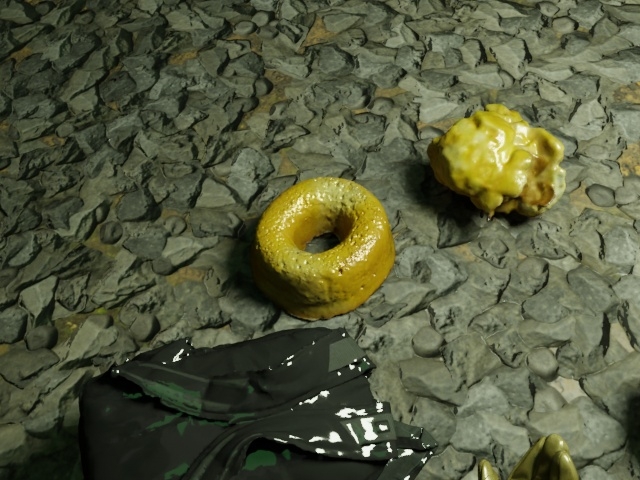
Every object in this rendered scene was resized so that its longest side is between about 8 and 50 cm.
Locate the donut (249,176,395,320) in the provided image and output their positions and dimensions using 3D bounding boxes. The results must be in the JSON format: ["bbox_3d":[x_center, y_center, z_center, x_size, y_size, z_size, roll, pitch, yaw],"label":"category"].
[{"bbox_3d":[0.001,-0.002,1.297,0.277,0.108,0.277,-2,55,4],"label":"donut"}]

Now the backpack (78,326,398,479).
[{"bbox_3d":[-0.118,0.285,1.027,0.445,0.255,0.363,-20,59,-12],"label":"backpack"}]

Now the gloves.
[{"bbox_3d":[0.271,0.418,0.958,0.154,0.141,0.331,-5,43,42],"label":"gloves"}]

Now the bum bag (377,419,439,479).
[{"bbox_3d":[0.097,0.354,1.078,0.087,0.049,0.198,33,64,21],"label":"bum bag"}]

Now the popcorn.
[{"bbox_3d":[0.331,-0.141,1.333,0.253,0.190,0.191,44,99,18],"label":"popcorn"}]
